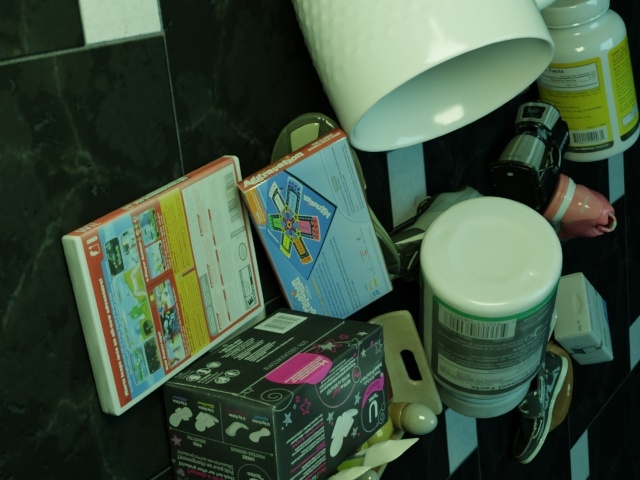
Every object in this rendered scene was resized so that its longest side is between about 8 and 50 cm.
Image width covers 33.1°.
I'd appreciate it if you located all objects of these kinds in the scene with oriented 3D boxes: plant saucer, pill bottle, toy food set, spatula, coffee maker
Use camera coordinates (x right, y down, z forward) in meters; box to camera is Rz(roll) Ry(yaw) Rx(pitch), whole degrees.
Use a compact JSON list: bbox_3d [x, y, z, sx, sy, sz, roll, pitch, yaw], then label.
[{"bbox_3d":[0.494,0.310,2.292,0.200,0.037,0.200,-9,101,-58],"label":"plant saucer"},{"bbox_3d":[0.517,-0.339,2.127,0.188,0.187,0.334,-53,136,-42],"label":"pill bottle"},{"bbox_3d":[0.085,0.283,1.579,0.306,0.092,0.220,-55,136,-41],"label":"toy food set"},{"bbox_3d":[0.007,0.289,1.291,0.168,0.242,0.019,-33,88,-28],"label":"spatula"},{"bbox_3d":[0.252,0.117,1.658,0.361,0.204,0.204,84,27,-54],"label":"pill bottle"},{"bbox_3d":[0.392,-0.148,2.036,0.171,0.120,0.178,97,19,-53],"label":"coffee maker"}]

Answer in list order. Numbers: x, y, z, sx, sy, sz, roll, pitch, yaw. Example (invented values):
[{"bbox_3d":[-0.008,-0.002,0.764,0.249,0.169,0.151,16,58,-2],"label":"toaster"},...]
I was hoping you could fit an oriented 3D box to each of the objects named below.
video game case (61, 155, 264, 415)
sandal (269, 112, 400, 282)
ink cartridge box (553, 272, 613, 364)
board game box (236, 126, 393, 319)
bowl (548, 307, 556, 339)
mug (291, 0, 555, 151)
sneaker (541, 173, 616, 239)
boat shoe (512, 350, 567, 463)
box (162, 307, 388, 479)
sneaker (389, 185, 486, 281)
[{"bbox_3d":[-0.165,0.041,1.219,0.285,0.025,0.204,-35,122,-52],"label":"video game case"},{"bbox_3d":[0.017,-0.049,1.448,0.086,0.120,0.303,-96,164,-48],"label":"sandal"},{"bbox_3d":[0.560,0.170,2.315,0.190,0.082,0.140,37,45,-52],"label":"ink cartridge box"},{"bbox_3d":[0.000,0.000,1.377,0.145,0.027,0.281,-31,134,-12],"label":"board game box"},{"bbox_3d":[0.414,0.147,2.133,0.142,0.053,0.142,-57,138,-39],"label":"bowl"},{"bbox_3d":[0.142,-0.338,1.344,0.276,0.374,0.328,52,15,-76],"label":"mug"},{"bbox_3d":[0.518,-0.040,2.147,0.116,0.136,0.314,-67,165,-1],"label":"sneaker"},{"bbox_3d":[0.422,0.329,2.161,0.079,0.084,0.233,24,76,-16],"label":"boat shoe"},{"bbox_3d":[-0.048,0.196,1.292,0.247,0.163,0.142,-29,120,-53],"label":"box"},{"bbox_3d":[0.180,-0.016,1.719,0.271,0.108,0.100,-21,148,-42],"label":"sneaker"}]
